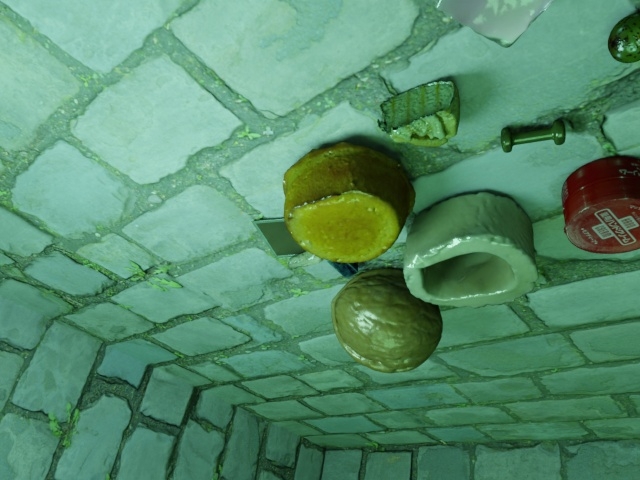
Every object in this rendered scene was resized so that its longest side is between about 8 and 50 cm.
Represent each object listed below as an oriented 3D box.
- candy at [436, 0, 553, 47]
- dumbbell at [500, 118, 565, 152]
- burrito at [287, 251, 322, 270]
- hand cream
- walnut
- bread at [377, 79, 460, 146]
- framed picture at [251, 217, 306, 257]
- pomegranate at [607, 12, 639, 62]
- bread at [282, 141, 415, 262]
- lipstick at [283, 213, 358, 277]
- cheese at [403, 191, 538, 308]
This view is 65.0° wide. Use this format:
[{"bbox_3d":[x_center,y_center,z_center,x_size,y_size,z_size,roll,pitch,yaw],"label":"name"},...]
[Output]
[{"bbox_3d":[0.283,-0.411,0.676,0.156,0.115,0.265,19,144,-12],"label":"candy"},{"bbox_3d":[0.417,-0.205,0.989,0.118,0.046,0.052,-5,147,21],"label":"dumbbell"},{"bbox_3d":[-0.051,0.057,1.475,0.149,0.041,0.055,-19,149,36],"label":"burrito"},{"bbox_3d":[0.612,-0.071,1.055,0.193,0.125,0.193,7,145,5],"label":"hand cream"},{"bbox_3d":[0.190,0.228,1.466,0.333,0.332,0.332,8,145,5],"label":"walnut"},{"bbox_3d":[0.201,-0.233,0.976,0.157,0.102,0.110,-7,153,33],"label":"bread"},{"bbox_3d":[-0.099,-0.007,1.444,0.142,0.011,0.183,-4,143,20],"label":"framed picture"},{"bbox_3d":[0.490,-0.311,0.785,0.073,0.084,0.073,7,134,7],"label":"pomegranate"},{"bbox_3d":[0.059,-0.077,1.160,0.313,0.172,0.312,7,143,5],"label":"bread"},{"bbox_3d":[0.000,0.000,1.388,0.051,0.051,0.312,-24,133,28],"label":"lipstick"},{"bbox_3d":[0.357,0.036,1.256,0.332,0.153,0.292,-21,134,36],"label":"cheese"}]
